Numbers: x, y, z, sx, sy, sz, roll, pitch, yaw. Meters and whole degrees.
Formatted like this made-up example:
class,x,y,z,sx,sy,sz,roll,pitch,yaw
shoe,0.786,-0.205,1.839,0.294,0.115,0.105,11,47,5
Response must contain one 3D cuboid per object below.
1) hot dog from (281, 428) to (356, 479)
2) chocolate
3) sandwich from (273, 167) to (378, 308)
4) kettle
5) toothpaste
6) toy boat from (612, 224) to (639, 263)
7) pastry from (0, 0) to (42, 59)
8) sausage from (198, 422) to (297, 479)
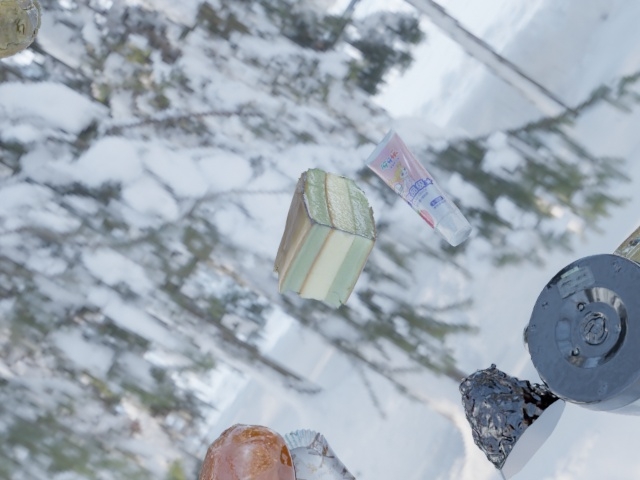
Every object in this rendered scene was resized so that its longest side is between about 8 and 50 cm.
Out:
class,x,y,z,sx,sy,sz,roll,pitch,yaw
hot dog,-0.011,0.325,1.443,0.108,0.191,0.059,-33,35,-7
chocolate,0.257,0.240,1.560,0.156,0.133,0.156,-36,-30,-25
sandwich,0.000,0.000,2.190,0.227,0.155,0.198,-95,26,-58
kettle,0.431,0.163,1.508,0.251,0.271,0.207,-42,46,29
toothpaste,0.136,-0.072,1.515,0.043,0.194,0.067,8,-55,-53
toy boat,0.587,0.003,1.772,0.445,0.136,0.162,-37,21,-29
pastry,-0.687,-0.459,2.226,0.235,0.240,0.132,-35,-41,-41
sausage,-0.090,0.341,1.273,0.133,0.133,0.258,-134,51,-85
